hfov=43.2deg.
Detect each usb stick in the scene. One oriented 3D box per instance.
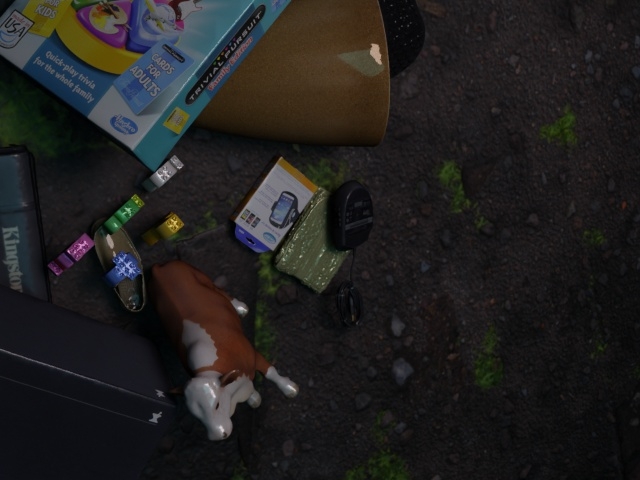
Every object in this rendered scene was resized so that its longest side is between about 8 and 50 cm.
[{"bbox_3d":[-0.399,0.014,1.058,0.077,0.045,0.278,-9,105,-25],"label":"usb stick"}]

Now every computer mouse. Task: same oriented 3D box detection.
[{"bbox_3d":[0.043,0.023,1.257,0.071,0.041,0.242,-15,113,-43],"label":"computer mouse"}]

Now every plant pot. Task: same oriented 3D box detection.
[{"bbox_3d":[-0.060,-0.229,1.089,0.254,0.237,0.237,-8,105,-11],"label":"plant pot"}]

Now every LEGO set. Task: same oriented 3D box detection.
[{"bbox_3d":[-0.238,-0.017,1.068,0.087,0.093,0.227,49,64,-14],"label":"LEGO set"}]

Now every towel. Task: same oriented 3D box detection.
[{"bbox_3d":[0.000,0.000,1.262,0.110,0.027,0.148,33,84,-29],"label":"towel"}]

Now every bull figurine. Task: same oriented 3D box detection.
[{"bbox_3d":[-0.138,0.143,1.082,0.101,0.310,0.188,-40,135,7],"label":"bull figurine"}]

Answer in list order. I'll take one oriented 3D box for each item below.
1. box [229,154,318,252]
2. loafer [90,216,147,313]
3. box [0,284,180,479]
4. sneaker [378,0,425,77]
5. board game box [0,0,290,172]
[{"bbox_3d":[-0.074,-0.050,1.215,0.081,0.028,0.136,39,85,-27],"label":"box"},{"bbox_3d":[-0.272,0.036,1.122,0.056,0.050,0.148,-27,111,-19],"label":"loafer"},{"bbox_3d":[-0.406,0.237,0.998,0.343,0.179,0.312,26,101,-28],"label":"box"},{"bbox_3d":[0.092,-0.347,1.190,0.084,0.097,0.234,-31,145,-12],"label":"sneaker"},{"bbox_3d":[-0.204,-0.292,0.988,0.254,0.079,0.336,35,83,15],"label":"board game box"}]
